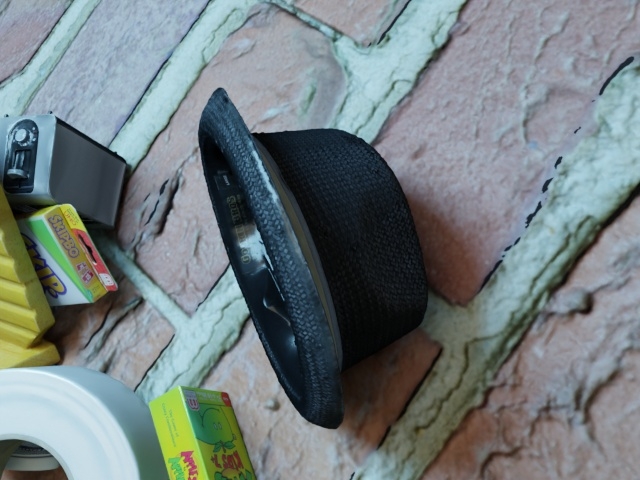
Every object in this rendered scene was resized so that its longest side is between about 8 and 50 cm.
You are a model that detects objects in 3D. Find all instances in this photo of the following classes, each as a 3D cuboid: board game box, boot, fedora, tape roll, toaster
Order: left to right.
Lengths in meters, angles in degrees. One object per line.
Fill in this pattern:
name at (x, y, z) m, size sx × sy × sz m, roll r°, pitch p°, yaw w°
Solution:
boot at (-0.397, 0.229, 0.806) m, size 0.190 × 0.069 × 0.086 m, roll 3°, pitch 81°, yaw 27°
board game box at (-0.378, 0.028, 0.820) m, size 0.260 × 0.124 × 0.039 m, roll -9°, pitch 25°, yaw 30°
tape roll at (-0.305, 0.278, 0.685) m, size 0.287 × 0.100 × 0.285 m, roll -1°, pitch 80°, yaw 7°
toaster at (-0.364, -0.083, 0.840) m, size 0.168 × 0.186 × 0.110 m, roll 1°, pitch 77°, yaw 17°
board game box at (-0.108, 0.243, 0.654) m, size 0.043 × 0.092 × 0.181 m, roll -31°, pitch 63°, yaw 12°
fedora at (0.000, 0.000, 0.619) m, size 0.153 × 0.334 × 0.333 m, roll -19°, pitch 63°, yaw -15°

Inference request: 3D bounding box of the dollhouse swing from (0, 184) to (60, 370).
dollhouse swing at (-0.549, 0.056, 0.710) m, size 0.315 × 0.346 × 0.305 m, roll 11°, pitch 34°, yaw 28°
